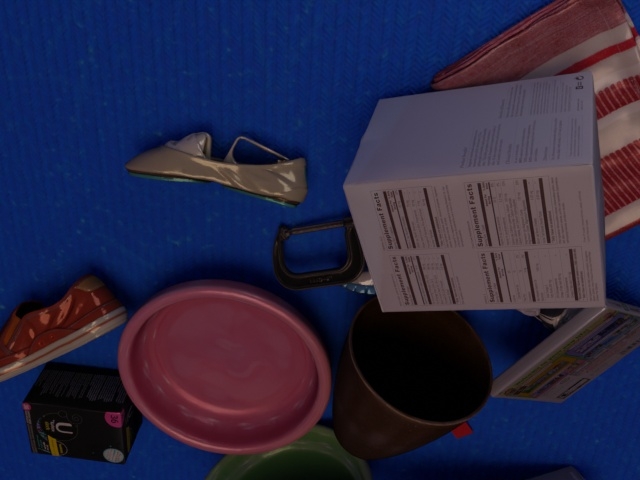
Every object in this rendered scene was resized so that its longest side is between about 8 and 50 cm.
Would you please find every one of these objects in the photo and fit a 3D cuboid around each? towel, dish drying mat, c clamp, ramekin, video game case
[{"bbox_3d":[0.326,-0.136,0.992,0.237,0.037,0.329,-30,113,23],"label":"towel"},{"bbox_3d":[0.217,0.292,1.281,0.032,0.008,0.083,-26,115,22],"label":"dish drying mat"},{"bbox_3d":[0.000,0.000,1.105,0.161,0.022,0.137,-15,90,19],"label":"c clamp"},{"bbox_3d":[-0.044,0.459,1.251,0.303,0.303,0.148,-11,126,14],"label":"ramekin"},{"bbox_3d":[0.368,0.163,1.118,0.193,0.023,0.212,14,130,-42],"label":"video game case"}]

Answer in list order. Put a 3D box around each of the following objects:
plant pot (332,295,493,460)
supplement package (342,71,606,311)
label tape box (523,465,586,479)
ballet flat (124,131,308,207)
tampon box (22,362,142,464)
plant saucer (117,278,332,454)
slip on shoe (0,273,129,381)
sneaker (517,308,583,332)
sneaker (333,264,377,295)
[{"bbox_3d":[0.104,0.228,1.158,0.215,0.215,0.230,21,135,-6],"label":"plant pot"},{"bbox_3d":[0.195,-0.053,0.929,0.263,0.199,0.198,-3,127,22],"label":"supplement package"},{"bbox_3d":[0.280,0.536,1.285,0.348,0.115,0.249,-12,123,-18],"label":"label tape box"},{"bbox_3d":[-0.136,-0.106,1.052,0.248,0.086,0.086,11,122,-2],"label":"ballet flat"},{"bbox_3d":[-0.390,0.287,1.297,0.161,0.101,0.120,6,122,3],"label":"tampon box"},{"bbox_3d":[-0.145,0.189,1.219,0.332,0.084,0.332,3,121,4],"label":"plant saucer"},{"bbox_3d":[-0.451,0.147,1.224,0.331,0.123,0.101,-26,92,21],"label":"slip on shoe"},{"bbox_3d":[0.282,0.050,1.086,0.235,0.153,0.094,14,112,-47],"label":"sneaker"},{"bbox_3d":[0.112,0.036,1.114,0.191,0.071,0.083,2,103,5],"label":"sneaker"}]
